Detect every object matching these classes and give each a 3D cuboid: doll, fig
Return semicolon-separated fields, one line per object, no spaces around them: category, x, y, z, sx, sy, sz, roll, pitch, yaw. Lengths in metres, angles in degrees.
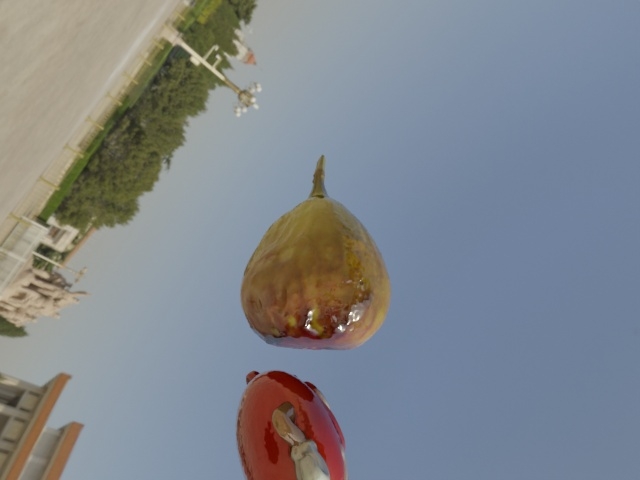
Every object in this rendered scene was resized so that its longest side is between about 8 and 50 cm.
doll;-0.015;0.190;0.343;0.085;0.183;0.217;-12;-153;-17
fig;0.000;0.000;0.495;0.159;0.159;0.257;-30;-134;37
